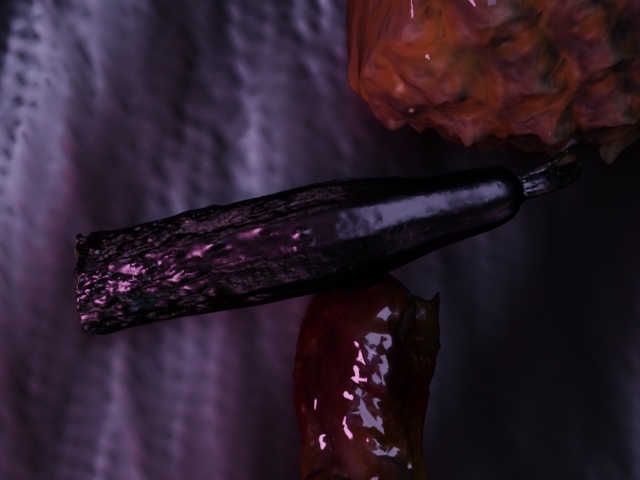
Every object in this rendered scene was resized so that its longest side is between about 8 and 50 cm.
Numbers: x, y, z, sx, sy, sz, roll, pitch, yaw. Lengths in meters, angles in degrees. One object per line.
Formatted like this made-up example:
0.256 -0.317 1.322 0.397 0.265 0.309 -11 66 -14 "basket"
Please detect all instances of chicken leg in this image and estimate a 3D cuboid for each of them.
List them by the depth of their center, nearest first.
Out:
-0.037 0.158 0.448 0.322 0.083 0.177 -41 68 -14 "chicken leg"

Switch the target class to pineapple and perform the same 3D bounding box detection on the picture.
0.133 -0.077 0.516 0.248 0.128 0.128 10 74 -13 "pineapple"

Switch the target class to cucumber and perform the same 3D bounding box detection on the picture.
0.000 0.000 0.480 0.163 0.043 0.039 -10 114 16 "cucumber"
